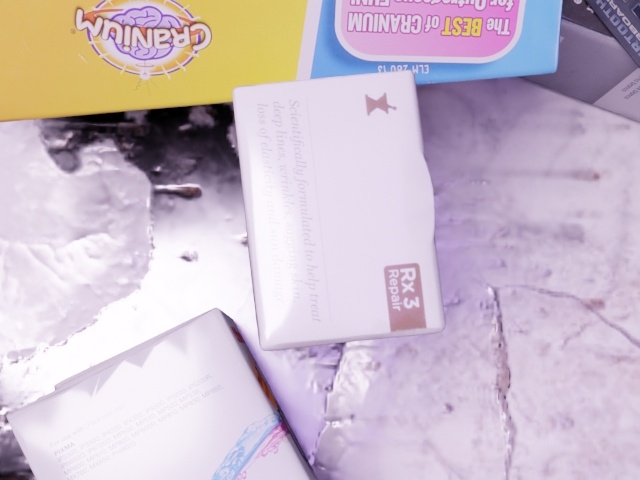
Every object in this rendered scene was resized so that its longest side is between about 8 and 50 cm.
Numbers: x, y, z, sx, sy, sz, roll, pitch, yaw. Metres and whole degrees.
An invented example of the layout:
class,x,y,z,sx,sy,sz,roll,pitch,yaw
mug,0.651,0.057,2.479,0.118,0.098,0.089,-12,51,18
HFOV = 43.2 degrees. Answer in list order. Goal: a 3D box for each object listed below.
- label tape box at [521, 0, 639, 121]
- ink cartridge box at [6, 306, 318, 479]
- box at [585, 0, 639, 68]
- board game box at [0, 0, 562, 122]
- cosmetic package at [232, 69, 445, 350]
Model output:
class,x,y,z,sx,sy,sz,roll,pitch,yaw
label tape box,0.314,-0.189,0.549,0.348,0.115,0.249,21,82,2
ink cartridge box,-0.071,0.144,0.471,0.127,0.128,0.176,-28,84,-7
box,0.188,-0.147,0.391,0.059,0.183,0.232,-37,86,-2
board game box,-0.058,-0.139,0.462,0.317,0.242,0.064,-6,115,-3
cosmetic package,0.000,0.000,0.444,0.086,0.231,0.117,-6,82,-3
